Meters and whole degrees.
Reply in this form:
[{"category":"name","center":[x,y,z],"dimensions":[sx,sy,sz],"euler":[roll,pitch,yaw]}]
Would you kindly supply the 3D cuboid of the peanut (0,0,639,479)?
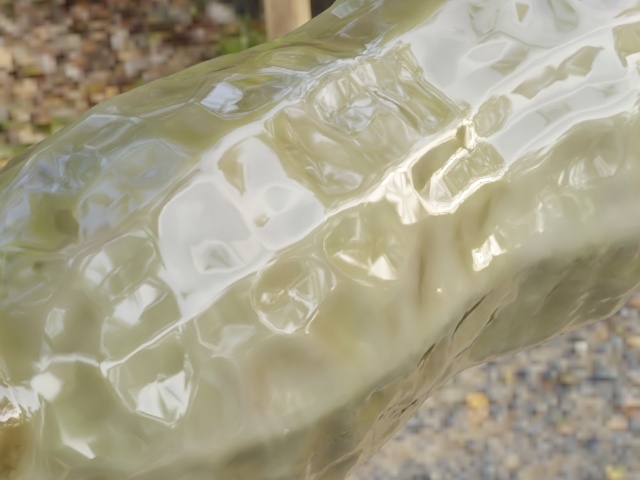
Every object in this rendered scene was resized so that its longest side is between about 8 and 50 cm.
[{"category":"peanut","center":[0.000,0.000,0.485],"dimensions":[0.298,0.136,0.120],"euler":[-28,77,-34]}]
